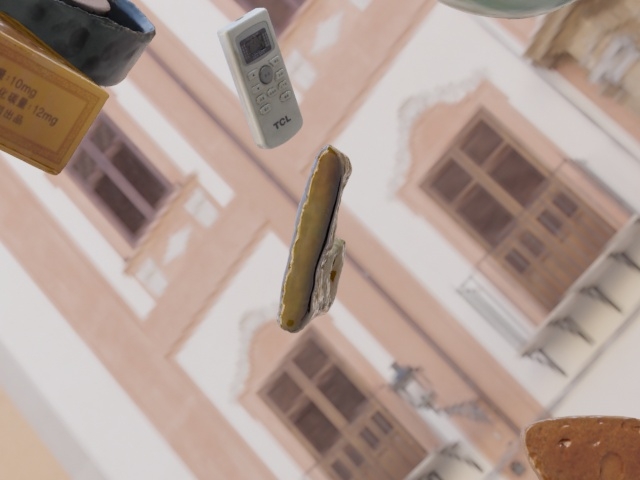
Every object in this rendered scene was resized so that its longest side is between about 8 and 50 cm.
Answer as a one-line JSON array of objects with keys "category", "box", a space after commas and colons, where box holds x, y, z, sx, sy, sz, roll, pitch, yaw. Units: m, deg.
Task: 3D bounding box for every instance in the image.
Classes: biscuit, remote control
[{"category": "biscuit", "box": [0.000, 0.000, 1.229, 0.183, 0.039, 0.174, 6, -84, -82]}, {"category": "remote control", "box": [-0.081, -0.223, 1.802, 0.087, 0.029, 0.190, -36, -60, -36]}, {"category": "biscuit", "box": [0.310, 0.234, 1.173, 0.043, 0.280, 0.183, 98, -166, -77]}]

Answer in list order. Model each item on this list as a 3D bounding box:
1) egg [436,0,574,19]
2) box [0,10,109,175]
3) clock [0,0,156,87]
[{"category": "egg", "box": [0.149, -0.350, 1.119, 0.276, 0.276, 0.389, -45, -30, 3]}, {"category": "box", "box": [-0.297, -0.154, 0.868, 0.274, 0.174, 0.076, 28, -85, -43]}, {"category": "clock", "box": [-0.308, -0.255, 1.204, 0.067, 0.325, 0.325, -57, -25, 12]}]
